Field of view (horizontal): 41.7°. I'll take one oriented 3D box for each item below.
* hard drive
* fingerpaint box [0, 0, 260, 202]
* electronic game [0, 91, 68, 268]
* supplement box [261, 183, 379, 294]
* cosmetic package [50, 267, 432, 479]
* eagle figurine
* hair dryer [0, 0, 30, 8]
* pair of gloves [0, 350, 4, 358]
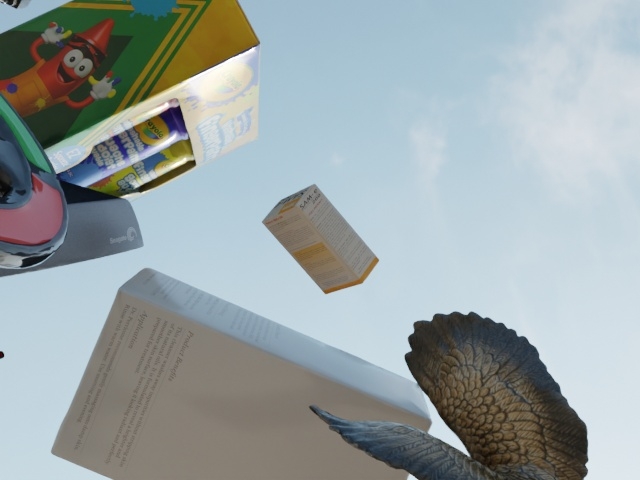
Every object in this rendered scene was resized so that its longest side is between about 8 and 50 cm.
[{"bbox_3d":[-0.291,-0.017,0.706,0.171,0.254,0.054,16,-74,30],"label":"hard drive"},{"bbox_3d":[-0.280,-0.182,1.198,0.371,0.445,0.163,-28,-95,-9],"label":"fingerpaint box"},{"bbox_3d":[-0.235,-0.077,0.488,0.048,0.229,0.229,-39,-75,8],"label":"electronic game"},{"bbox_3d":[0.000,0.000,0.794,0.098,0.036,0.062,49,-35,-15],"label":"supplement box"},{"bbox_3d":[-0.086,0.208,0.990,0.384,0.156,0.217,25,-83,-5],"label":"cosmetic package"},{"bbox_3d":[0.157,0.226,0.825,0.225,0.226,0.298,-31,-94,5],"label":"eagle figurine"},{"bbox_3d":[-0.497,-0.407,1.150,0.080,0.293,0.224,20,-59,9],"label":"hair dryer"},{"bbox_3d":[-0.315,0.120,0.714,0.074,0.083,0.010,-23,-80,6],"label":"pair of gloves"}]
